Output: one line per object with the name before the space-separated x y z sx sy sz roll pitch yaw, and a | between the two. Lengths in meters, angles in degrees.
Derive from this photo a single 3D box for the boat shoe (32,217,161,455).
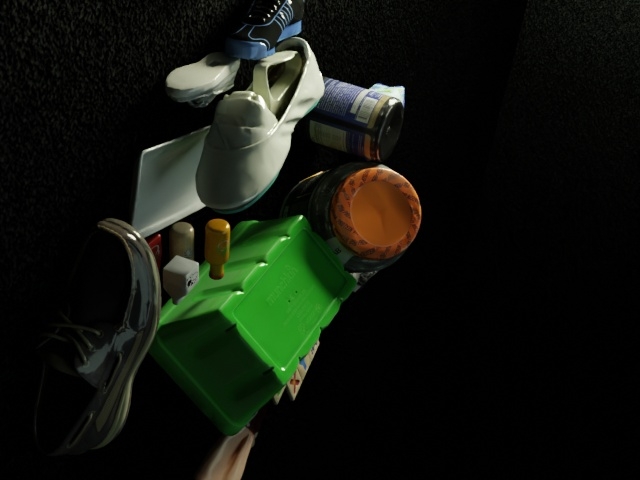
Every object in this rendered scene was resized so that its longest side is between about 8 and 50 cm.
boat shoe | -0.313 0.147 1.338 0.130 0.132 0.356 -28 133 -64

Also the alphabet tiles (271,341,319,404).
alphabet tiles | -0.074 0.162 2.054 0.285 0.011 0.343 -63 146 -42

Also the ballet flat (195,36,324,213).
ballet flat | -0.100 -0.200 1.530 0.400 0.139 0.139 -61 161 -48

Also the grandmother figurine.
grandmother figurine | -0.164 0.395 2.069 0.342 0.104 0.208 -62 169 -17

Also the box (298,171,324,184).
box | -0.022 -0.095 2.092 0.136 0.028 0.081 -28 134 -61

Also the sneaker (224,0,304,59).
sneaker | -0.089 -0.359 1.564 0.232 0.081 0.091 -55 154 -57

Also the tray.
tray | -0.220 -0.102 1.513 0.270 0.030 0.145 -36 142 -60

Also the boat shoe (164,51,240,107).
boat shoe | -0.177 -0.232 1.466 0.184 0.066 0.063 -58 159 -60

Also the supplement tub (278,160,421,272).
supplement tub | 0.054 -0.040 1.869 0.207 0.207 0.338 -68 -166 -9

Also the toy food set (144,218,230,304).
toy food set | -0.233 0.057 1.502 0.232 0.111 0.105 -52 154 -49

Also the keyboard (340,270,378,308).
keyboard | 0.097 0.102 2.463 0.100 0.038 0.192 -52 173 29

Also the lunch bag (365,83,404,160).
lunch bag | 0.133 -0.272 2.245 0.129 0.096 0.151 -42 137 -56

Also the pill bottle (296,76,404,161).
pill bottle | 0.032 -0.231 1.800 0.123 0.219 0.123 -55 156 -38

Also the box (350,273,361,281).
box | 0.085 0.020 2.461 0.231 0.056 0.183 -42 146 -55

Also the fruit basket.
fruit basket | -0.147 0.168 1.753 0.392 0.283 0.392 -38 -168 9
